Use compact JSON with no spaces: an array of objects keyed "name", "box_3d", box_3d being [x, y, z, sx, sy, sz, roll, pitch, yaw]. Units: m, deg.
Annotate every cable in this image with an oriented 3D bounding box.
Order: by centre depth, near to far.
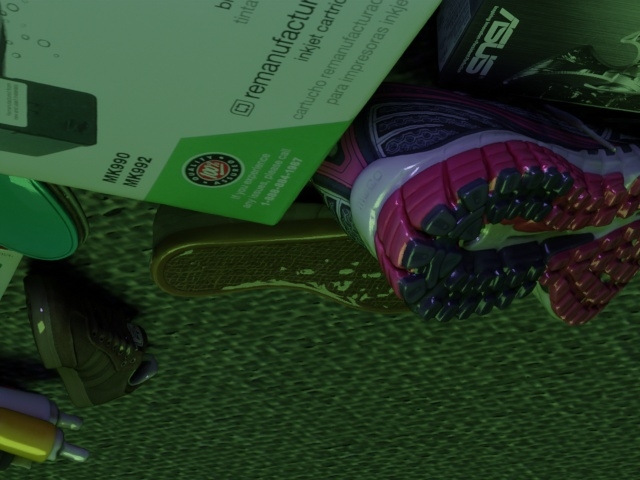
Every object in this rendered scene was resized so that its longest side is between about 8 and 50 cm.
[{"name":"cable","box_3d":[-0.323,0.118,1.054,0.287,0.072,0.139,26,180,-38]}]

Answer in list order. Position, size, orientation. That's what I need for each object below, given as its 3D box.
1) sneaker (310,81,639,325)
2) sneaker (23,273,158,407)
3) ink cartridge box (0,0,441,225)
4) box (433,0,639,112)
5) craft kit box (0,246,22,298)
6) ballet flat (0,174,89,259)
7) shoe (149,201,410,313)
[{"name":"sneaker","box_3d":[0.112,-0.033,0.730,0.299,0.112,0.121,8,123,-53]},{"name":"sneaker","box_3d":[-0.165,0.066,0.988,0.071,0.066,0.188,-16,157,-5]},{"name":"ink cartridge box","box_3d":[-0.120,-0.123,0.553,0.289,0.122,0.211,10,151,-18]},{"name":"box","box_3d":[0.169,-0.140,0.592,0.183,0.056,0.231,8,151,-12]},{"name":"craft kit box","box_3d":[-0.338,0.017,0.891,0.249,0.061,0.247,11,147,-20]},{"name":"ballet flat","box_3d":[-0.203,-0.066,0.711,0.072,0.068,0.213,-28,133,34]},{"name":"shoe","box_3d":[0.000,0.000,0.864,0.219,0.058,0.077,3,132,-14]}]
